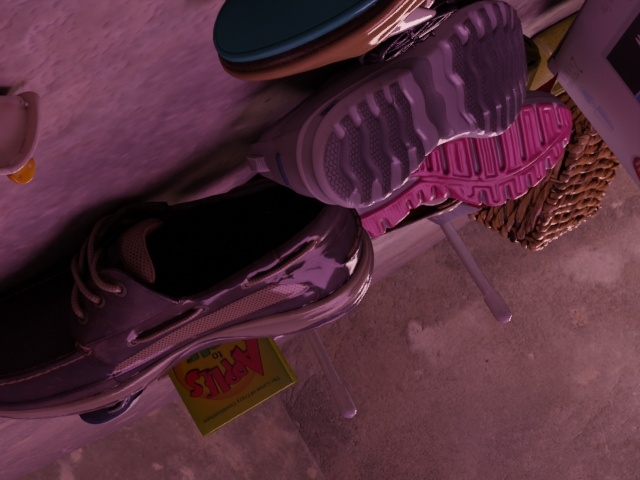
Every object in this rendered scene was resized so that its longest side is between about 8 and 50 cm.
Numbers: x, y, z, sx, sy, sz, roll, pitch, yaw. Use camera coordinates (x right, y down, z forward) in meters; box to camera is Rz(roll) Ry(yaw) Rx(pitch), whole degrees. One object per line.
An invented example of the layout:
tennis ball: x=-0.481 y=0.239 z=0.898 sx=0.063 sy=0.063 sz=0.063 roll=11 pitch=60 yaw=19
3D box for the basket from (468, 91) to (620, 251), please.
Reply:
basket: x=0.289 y=-0.144 z=1.356 sx=0.299 sy=0.223 sz=0.213 roll=-20 pitch=134 yaw=-55

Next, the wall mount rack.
wall mount rack: x=0.073 y=0.032 z=1.153 sx=0.350 sy=0.130 sz=0.304 roll=-35 pitch=-158 yaw=13

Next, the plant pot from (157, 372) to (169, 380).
plant pot: x=-0.156 y=0.096 z=1.162 sx=0.109 sy=0.096 sz=0.109 roll=-31 pitch=173 yaw=8

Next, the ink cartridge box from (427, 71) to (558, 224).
ink cartridge box: x=0.165 y=-0.097 z=1.003 sx=0.145 sy=0.045 sz=0.179 roll=-65 pitch=-173 yaw=-13

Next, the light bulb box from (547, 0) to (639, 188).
light bulb box: x=0.415 y=-0.212 z=0.786 sx=0.361 sy=0.225 sz=0.358 roll=-35 pitch=172 yaw=-1

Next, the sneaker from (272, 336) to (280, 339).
sneaker: x=-0.046 y=0.072 z=1.507 sx=0.236 sy=0.095 sz=0.104 roll=-38 pitch=164 yaw=16

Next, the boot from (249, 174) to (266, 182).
boot: x=-0.046 y=-0.006 z=0.908 sx=0.121 sy=0.099 sz=0.045 roll=-36 pitch=170 yaw=33

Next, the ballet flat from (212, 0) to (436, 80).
ballet flat: x=0.052 y=-0.139 z=0.446 sx=0.232 sy=0.080 sz=0.073 roll=-34 pitch=146 yaw=27

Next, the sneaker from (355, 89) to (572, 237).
sneaker: x=0.099 y=-0.089 z=0.868 sx=0.252 sy=0.111 sz=0.103 roll=-14 pitch=132 yaw=-6

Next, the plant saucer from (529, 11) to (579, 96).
plant saucer: x=0.300 y=-0.217 z=1.092 sx=0.188 sy=0.045 sz=0.188 roll=-30 pitch=172 yaw=-9

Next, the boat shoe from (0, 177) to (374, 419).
boat shoe: x=-0.137 y=0.027 z=0.758 sx=0.356 sy=0.132 sz=0.130 roll=-20 pitch=141 yaw=-4

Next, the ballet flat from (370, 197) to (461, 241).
ballet flat: x=0.066 y=-0.034 z=0.921 sx=0.168 sy=0.057 sz=0.052 roll=-22 pitch=-177 yaw=-13

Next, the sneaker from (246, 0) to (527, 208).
sneaker: x=0.059 y=-0.116 z=0.740 sx=0.115 sy=0.105 sz=0.281 roll=9 pitch=-151 yaw=43

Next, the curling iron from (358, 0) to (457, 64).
curling iron: x=0.118 y=-0.192 z=0.576 sx=0.274 sy=0.035 sz=0.068 roll=-36 pitch=175 yaw=38

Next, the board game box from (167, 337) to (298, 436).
board game box: x=-0.106 y=0.070 z=0.857 sx=0.092 sy=0.181 sz=0.043 roll=-31 pitch=172 yaw=-1

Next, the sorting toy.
sorting toy: x=-0.179 y=-0.038 z=0.441 sx=0.075 sy=0.044 sz=0.083 roll=-13 pitch=-178 yaw=28

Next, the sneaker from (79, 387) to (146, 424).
sneaker: x=-0.284 y=0.192 z=1.280 sx=0.226 sy=0.086 sz=0.163 roll=-45 pitch=178 yaw=25

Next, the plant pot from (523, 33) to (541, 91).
plant pot: x=0.168 y=-0.153 z=0.908 sx=0.083 sy=0.083 sz=0.079 roll=-26 pitch=159 yaw=-31
